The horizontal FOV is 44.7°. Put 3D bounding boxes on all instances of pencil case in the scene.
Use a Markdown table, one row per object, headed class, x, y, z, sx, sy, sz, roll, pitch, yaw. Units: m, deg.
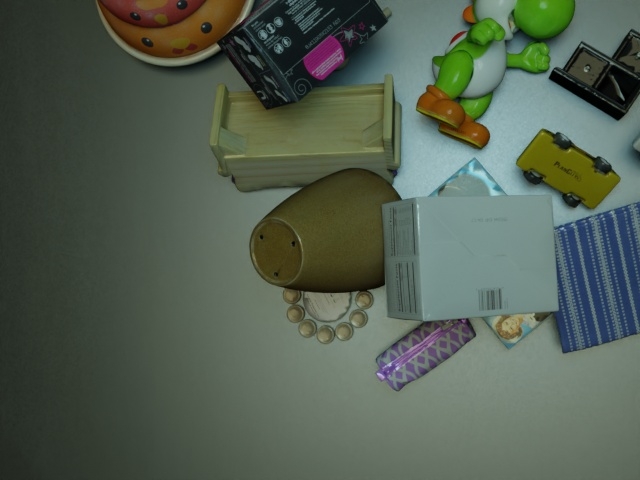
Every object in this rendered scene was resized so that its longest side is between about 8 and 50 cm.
| class | x | y | z | sx | sy | sz | roll | pitch | yaw |
| --- | --- | --- | --- | --- | --- | --- | --- | --- | --- |
| pencil case | 0.202 | 0.204 | 1.492 | 0.206 | 0.088 | 0.086 | -39 | 81 | 8 |

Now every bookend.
| class | x | y | z | sx | sy | sz | roll | pitch | yaw |
| --- | --- | --- | --- | --- | --- | --- | --- | --- | --- |
| bookend | 0.540 | -0.335 | 1.453 | 0.156 | 0.072 | 0.157 | 35 | 94 | 9 |

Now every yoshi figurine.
| class | x | y | z | sx | sy | sz | roll | pitch | yaw |
| --- | --- | --- | --- | --- | --- | --- | --- | --- | --- |
| yoshi figurine | 0.343 | -0.355 | 1.440 | 0.202 | 0.203 | 0.362 | 27 | 91 | -7 |

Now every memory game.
| class | x | y | z | sx | sy | sz | roll | pitch | yaw |
| --- | --- | --- | --- | --- | --- | --- | --- | --- | --- |
| memory game | 0.015 | 0.116 | 1.565 | 0.186 | 0.012 | 0.186 | 0 | 89 | 9 |

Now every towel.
| class | x | y | z | sx | sy | sz | roll | pitch | yaw |
| --- | --- | --- | --- | --- | --- | --- | --- | --- | --- |
| towel | 0.574 | 0.049 | 1.419 | 0.335 | 0.040 | 0.243 | -17 | 100 | 1 |

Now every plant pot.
| class | x | y | z | sx | sy | sz | roll | pitch | yaw |
| --- | --- | --- | --- | --- | --- | --- | --- | --- | --- |
| plant pot | 0.000 | 0.000 | 1.395 | 0.237 | 0.254 | 0.237 | 8 | 104 | 34 |

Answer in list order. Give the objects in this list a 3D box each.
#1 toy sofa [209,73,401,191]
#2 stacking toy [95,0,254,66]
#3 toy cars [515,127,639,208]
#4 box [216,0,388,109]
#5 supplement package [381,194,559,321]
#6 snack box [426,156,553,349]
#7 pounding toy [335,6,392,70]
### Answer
| class | x | y | z | sx | sy | sz | roll | pitch | yaw |
| --- | --- | --- | --- | --- | --- | --- | --- | --- | --- |
| toy sofa | -0.024 | -0.208 | 1.527 | 0.362 | 0.177 | 0.150 | -2 | 64 | 10 |
| stacking toy | -0.333 | -0.535 | 1.403 | 0.350 | 0.480 | 0.351 | 0 | 89 | 10 |
| toy cars | 0.557 | -0.159 | 1.437 | 0.393 | 0.087 | 0.177 | -8 | 122 | 8 |
| box | -0.034 | -0.377 | 1.404 | 0.247 | 0.142 | 0.163 | -45 | 110 | -20 |
| supplement package | 0.255 | 0.029 | 1.342 | 0.261 | 0.145 | 0.204 | -2 | 88 | -20 |
| snack box | 0.326 | 0.024 | 1.488 | 0.187 | 0.060 | 0.322 | -40 | 83 | 6 |
| pounding toy | -0.005 | -0.472 | 1.551 | 0.237 | 0.110 | 0.183 | 42 | 84 | -21 |
